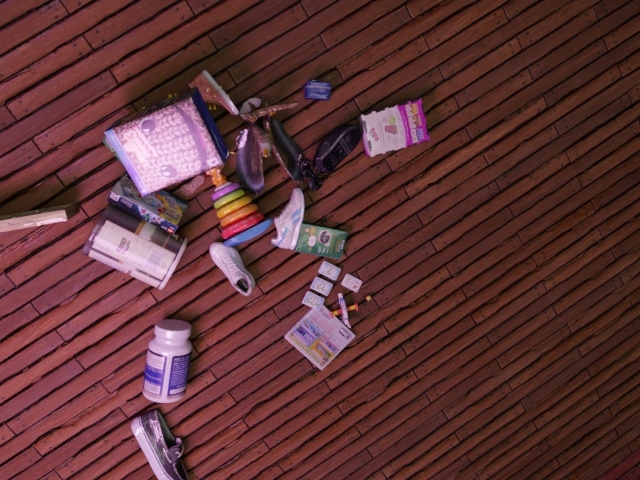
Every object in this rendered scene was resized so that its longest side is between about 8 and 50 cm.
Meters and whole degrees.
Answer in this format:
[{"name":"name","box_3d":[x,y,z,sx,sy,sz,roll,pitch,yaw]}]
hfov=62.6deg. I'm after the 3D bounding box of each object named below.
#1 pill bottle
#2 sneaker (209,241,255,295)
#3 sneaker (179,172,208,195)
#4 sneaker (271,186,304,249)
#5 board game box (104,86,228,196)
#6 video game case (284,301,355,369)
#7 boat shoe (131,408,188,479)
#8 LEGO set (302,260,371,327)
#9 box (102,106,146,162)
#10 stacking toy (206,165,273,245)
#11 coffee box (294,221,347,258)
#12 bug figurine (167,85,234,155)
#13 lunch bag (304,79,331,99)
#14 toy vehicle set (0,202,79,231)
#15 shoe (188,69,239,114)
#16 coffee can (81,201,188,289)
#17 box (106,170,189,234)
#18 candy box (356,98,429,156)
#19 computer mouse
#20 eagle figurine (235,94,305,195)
[{"name":"pill bottle","box_3d":[-0.538,0.423,1.866,0.153,0.153,0.264,8,99,-14]},{"name":"sneaker","box_3d":[-0.307,0.101,1.873,0.090,0.115,0.232,-39,107,-3]},{"name":"sneaker","box_3d":[-0.436,-0.201,1.828,0.119,0.067,0.042,-30,111,26]},{"name":"sneaker","box_3d":[-0.115,-0.082,1.897,0.092,0.087,0.228,11,97,-13]},{"name":"board game box","box_3d":[-0.477,-0.312,1.665,0.291,0.141,0.232,-21,117,7]},{"name":"video game case","box_3d":[-0.001,0.371,2.045,0.193,0.023,0.212,-45,108,-1]},{"name":"boat shoe","box_3d":[-0.567,0.780,1.947,0.119,0.121,0.335,-28,104,-2]},{"name":"LEGO set","box_3d":[0.078,0.212,2.003,0.244,0.060,0.182,29,88,-19]},{"name":"box","box_3d":[-0.621,-0.349,1.751,0.179,0.043,0.105,-39,108,-5]},{"name":"stacking toy","box_3d":[-0.313,-0.139,1.819,0.175,0.166,0.301,-30,95,-21]},{"name":"coffee box","box_3d":[0.000,0.000,1.961,0.184,0.040,0.113,9,99,-14]},{"name":"bug figurine","box_3d":[-0.408,-0.389,1.775,0.217,0.072,0.278,-6,103,-11]},{"name":"lunch bag","box_3d":[-0.013,-0.527,1.839,0.099,0.067,0.065,2,100,-12]},{"name":"toy vehicle set","box_3d":[-0.926,-0.069,1.673,0.267,0.166,0.035,-11,104,-11]},{"name":"shoe","box_3d":[-0.347,-0.461,1.707,0.081,0.063,0.178,-40,94,2]},{"name":"coffee can","box_3d":[-0.609,0.017,1.744,0.276,0.201,0.201,29,94,-17]},{"name":"box","box_3d":[-0.566,-0.129,1.746,0.233,0.159,0.044,29,120,-16]},{"name":"candy box","box_3d":[0.266,-0.412,1.923,0.234,0.071,0.159,-17,105,-10]},{"name":"computer mouse","box_3d":[0.028,-0.319,1.867,0.272,0.072,0.188,-45,149,-6]},{"name":"eagle figurine","box_3d":[-0.185,-0.325,1.803,0.227,0.225,0.298,15,140,22]}]
